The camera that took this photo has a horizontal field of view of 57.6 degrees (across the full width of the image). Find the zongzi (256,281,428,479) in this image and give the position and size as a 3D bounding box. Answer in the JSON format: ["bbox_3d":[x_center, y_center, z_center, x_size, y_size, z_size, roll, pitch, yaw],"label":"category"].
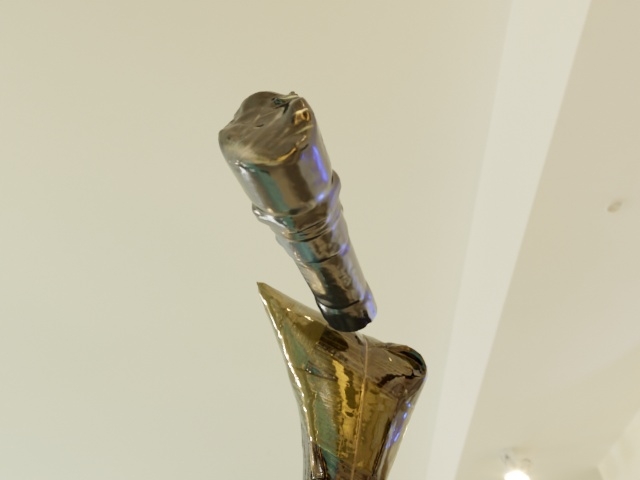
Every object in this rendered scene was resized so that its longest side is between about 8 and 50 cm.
[{"bbox_3d":[-0.021,0.255,0.891,0.317,0.289,0.154,29,-22,-5],"label":"zongzi"}]

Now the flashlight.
[{"bbox_3d":[0.000,0.000,0.695,0.103,0.103,0.424,-15,-34,7],"label":"flashlight"}]
